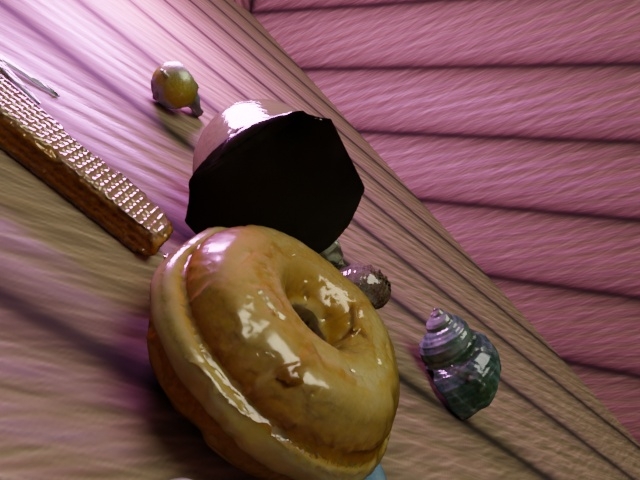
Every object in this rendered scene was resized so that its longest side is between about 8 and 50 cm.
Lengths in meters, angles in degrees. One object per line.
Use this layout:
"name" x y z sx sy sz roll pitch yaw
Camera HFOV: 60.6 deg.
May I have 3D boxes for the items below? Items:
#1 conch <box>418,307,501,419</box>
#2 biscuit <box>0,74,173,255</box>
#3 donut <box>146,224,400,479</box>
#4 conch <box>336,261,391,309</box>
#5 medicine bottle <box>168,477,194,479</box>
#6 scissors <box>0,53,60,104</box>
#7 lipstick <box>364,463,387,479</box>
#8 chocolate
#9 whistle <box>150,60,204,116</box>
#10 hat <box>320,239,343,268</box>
"conch" 0.346 0.296 1.392 0.220 0.195 0.277 -21 92 -39
"biscuit" -0.396 -0.116 0.864 0.378 0.054 0.094 41 21 -13
"donut" -0.057 0.149 0.801 0.449 0.198 0.449 40 19 -17
"conch" 0.089 0.125 1.339 0.155 0.130 0.207 17 37 19
"medicine bottle" -0.143 0.293 0.553 0.052 0.052 0.089 28 26 -40
"scissors" -0.589 -0.337 0.978 0.247 0.017 0.144 40 20 -17
"lipstick" 0.093 0.429 0.743 0.068 0.061 0.274 34 22 -34
"chocolate" -0.122 -0.139 1.100 0.297 0.314 0.326 56 1 42
"whistle" -0.367 -0.379 1.419 0.123 0.123 0.223 50 -1 15
"hat" -0.006 0.001 1.400 0.166 0.081 0.122 42 14 22
